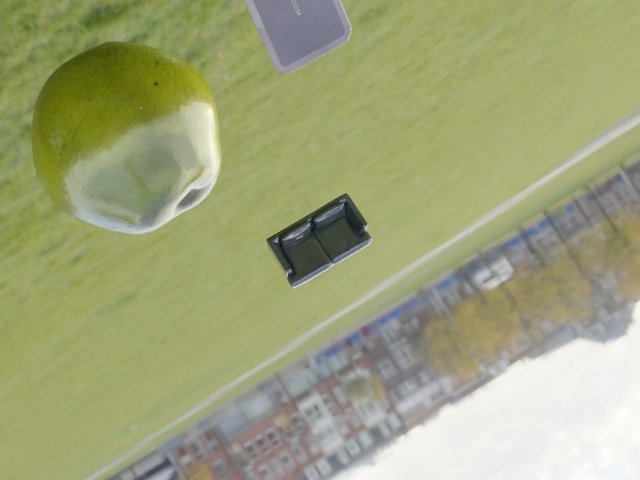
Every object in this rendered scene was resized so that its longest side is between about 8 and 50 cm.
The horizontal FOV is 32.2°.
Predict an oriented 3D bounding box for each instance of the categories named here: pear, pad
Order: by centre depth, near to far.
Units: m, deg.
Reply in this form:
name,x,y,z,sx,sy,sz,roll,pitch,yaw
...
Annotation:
name,x,y,z,sx,sy,sz,roll,pitch,yaw
pear,-0.294,-0.159,1.672,0.294,0.294,0.294,-31,175,-3
pad,-0.055,-0.466,2.116,0.176,0.266,0.002,-30,-153,-10

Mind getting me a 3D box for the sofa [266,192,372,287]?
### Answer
name,x,y,z,sx,sy,sz,roll,pitch,yaw
sofa,0.000,0.000,1.685,0.147,0.085,0.060,-29,171,-11
